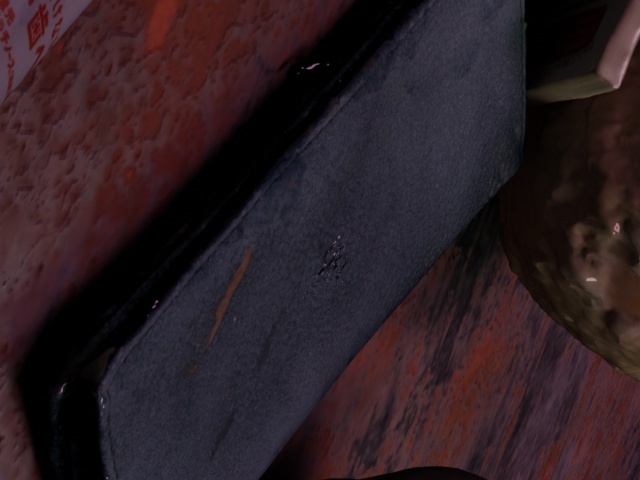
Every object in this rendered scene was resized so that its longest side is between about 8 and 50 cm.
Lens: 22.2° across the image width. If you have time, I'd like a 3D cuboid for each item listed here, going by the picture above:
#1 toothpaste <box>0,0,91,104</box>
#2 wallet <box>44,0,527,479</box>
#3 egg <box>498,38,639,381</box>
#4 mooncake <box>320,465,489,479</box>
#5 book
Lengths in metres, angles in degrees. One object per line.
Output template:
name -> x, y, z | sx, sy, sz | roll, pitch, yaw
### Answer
toothpaste -> -0.095, -0.089, 0.494 | 0.089, 0.057, 0.234 | 86, 27, -46
wallet -> 0.000, 0.000, 0.787 | 0.379, 0.046, 0.190 | -49, 150, -36
egg -> 0.243, -0.039, 1.027 | 0.310, 0.279, 0.279 | -15, 125, -58
mooncake -> 0.051, 0.279, 0.846 | 0.306, 0.306, 0.154 | -49, 160, -37
book -> 0.175, -0.183, 0.930 | 0.231, 0.022, 0.162 | -66, -167, -7
